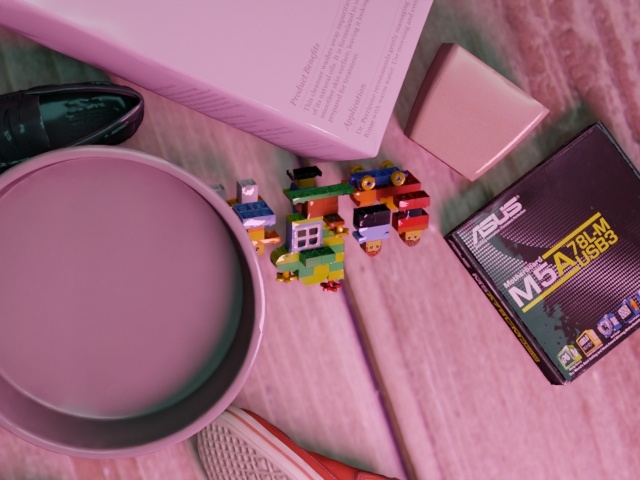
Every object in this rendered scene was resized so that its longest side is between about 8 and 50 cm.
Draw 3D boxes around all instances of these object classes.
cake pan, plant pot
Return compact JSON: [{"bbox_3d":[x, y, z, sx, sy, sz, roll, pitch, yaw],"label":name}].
[{"bbox_3d":[-0.194,0.051,1.713,0.293,0.054,0.293,0,107,-1],"label":"cake pan"},{"bbox_3d":[0.137,-0.117,1.810,0.109,0.109,0.096,36,93,-6],"label":"plant pot"}]

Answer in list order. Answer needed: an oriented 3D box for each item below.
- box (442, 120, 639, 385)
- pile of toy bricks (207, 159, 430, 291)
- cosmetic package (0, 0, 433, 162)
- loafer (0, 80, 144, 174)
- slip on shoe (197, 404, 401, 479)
[{"bbox_3d":[0.247,0.013,1.846,0.191,0.045,0.184,-36,95,-11],"label":"box"},{"bbox_3d":[0.000,0.000,1.784,0.212,0.118,0.105,-9,120,-19],"label":"pile of toy bricks"},{"bbox_3d":[-0.104,-0.236,1.713,0.385,0.156,0.217,24,81,-18],"label":"cosmetic package"},{"bbox_3d":[-0.267,-0.104,1.731,0.223,0.078,0.076,-13,82,-20],"label":"loafer"},{"bbox_3d":[0.029,0.256,1.767,0.331,0.123,0.101,35,48,-1],"label":"slip on shoe"}]
